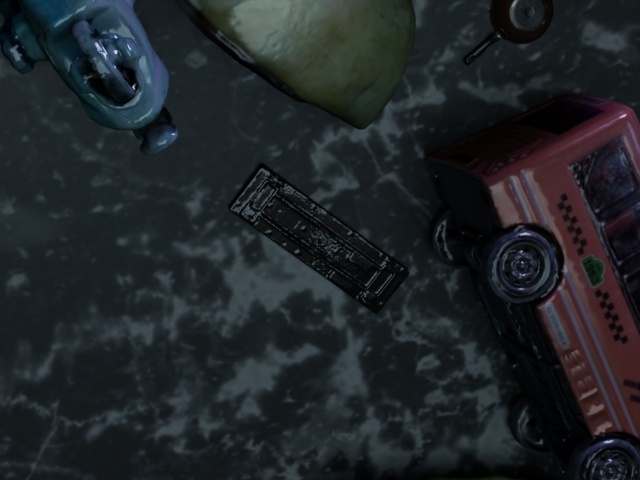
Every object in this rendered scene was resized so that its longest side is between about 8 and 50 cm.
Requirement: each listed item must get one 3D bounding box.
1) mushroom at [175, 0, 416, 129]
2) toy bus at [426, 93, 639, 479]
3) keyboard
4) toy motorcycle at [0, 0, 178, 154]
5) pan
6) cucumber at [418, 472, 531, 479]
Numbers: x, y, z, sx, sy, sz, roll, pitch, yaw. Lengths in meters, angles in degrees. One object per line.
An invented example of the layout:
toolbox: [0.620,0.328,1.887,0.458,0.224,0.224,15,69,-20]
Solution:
mushroom: [-0.012,-0.231,1.485,0.267,0.189,0.164,37,98,-19]
toy bus: [0.286,0.071,1.627,0.233,0.203,0.427,-28,106,-8]
keyboard: [0.000,0.000,1.644,0.204,0.013,0.061,36,96,-19]
toy motorcycle: [-0.212,-0.193,1.432,0.154,0.260,0.206,-31,150,-1]
pan: [0.197,-0.222,1.618,0.115,0.023,0.068,-44,110,2]
cucumber: [0.161,0.326,1.723,0.325,0.105,0.145,-1,88,-12]
